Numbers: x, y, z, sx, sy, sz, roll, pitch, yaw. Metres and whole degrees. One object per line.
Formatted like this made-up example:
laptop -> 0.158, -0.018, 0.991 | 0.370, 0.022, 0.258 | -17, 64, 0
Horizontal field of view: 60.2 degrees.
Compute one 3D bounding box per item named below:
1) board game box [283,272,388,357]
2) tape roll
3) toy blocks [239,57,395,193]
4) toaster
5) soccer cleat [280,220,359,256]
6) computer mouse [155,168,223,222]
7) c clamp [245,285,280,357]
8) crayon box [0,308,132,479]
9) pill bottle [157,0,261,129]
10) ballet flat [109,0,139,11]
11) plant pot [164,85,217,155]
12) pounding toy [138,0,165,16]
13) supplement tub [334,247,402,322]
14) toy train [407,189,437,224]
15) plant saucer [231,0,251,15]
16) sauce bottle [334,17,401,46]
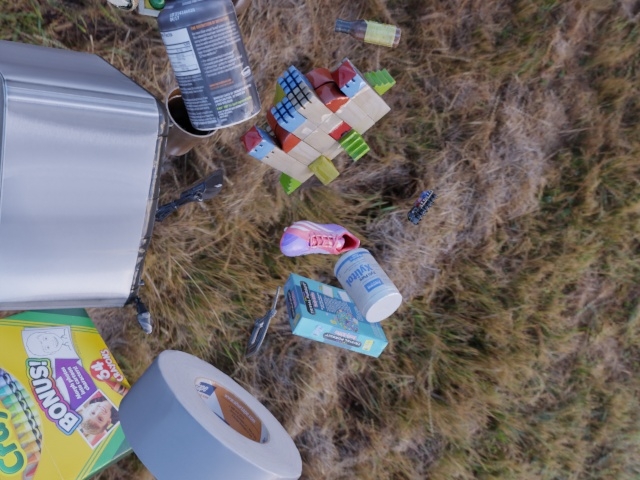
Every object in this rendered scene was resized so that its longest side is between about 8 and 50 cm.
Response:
board game box -> 0.047, 0.261, 1.942 | 0.336, 0.254, 0.079 | 20, 115, -22
tape roll -> -0.126, 0.227, 0.654 | 0.219, 0.219, 0.072 | 40, 89, -14
toy blocks -> -0.021, -0.290, 1.276 | 0.381, 0.261, 0.191 | -38, 64, 17
toaster -> -0.194, -0.046, 0.417 | 0.110, 0.185, 0.168 | -1, 118, -39
soccer cleat -> 0.000, 0.000, 1.305 | 0.248, 0.095, 0.083 | -4, 109, -58
computer mouse -> -0.360, -0.114, 1.522 | 0.184, 0.262, 0.060 | -24, 106, 14
c clamp -> -0.126, 0.187, 1.197 | 0.022, 0.161, 0.137 | 23, 59, -12
crayon box -> -0.562, 0.324, 1.115 | 0.363, 0.106, 0.313 | 55, 33, 10
pill bottle -> -0.192, -0.323, 0.931 | 0.130, 0.130, 0.246 | -23, 119, -16
ballet flat -> -0.518, -0.605, 1.287 | 0.206, 0.073, 0.067 | 18, 48, -39
plant pot -> -0.409, -0.342, 1.633 | 0.167, 0.165, 0.167 | 18, 60, -33
pounding toy -> -0.272, -0.561, 1.134 | 0.181, 0.094, 0.206 | 11, 112, 6
supplement tub -> 0.075, 0.071, 0.895 | 0.071, 0.107, 0.071 | -22, 142, -19
toy train -> 0.224, -0.076, 1.223 | 0.036, 0.158, 0.027 | 31, 124, 11
plant saucer -> -0.356, -0.820, 1.708 | 0.310, 0.310, 0.050 | 26, 49, -16
sauce bottle -> 0.092, -0.409, 1.077 | 0.128, 0.042, 0.042 | 11, 88, -5
